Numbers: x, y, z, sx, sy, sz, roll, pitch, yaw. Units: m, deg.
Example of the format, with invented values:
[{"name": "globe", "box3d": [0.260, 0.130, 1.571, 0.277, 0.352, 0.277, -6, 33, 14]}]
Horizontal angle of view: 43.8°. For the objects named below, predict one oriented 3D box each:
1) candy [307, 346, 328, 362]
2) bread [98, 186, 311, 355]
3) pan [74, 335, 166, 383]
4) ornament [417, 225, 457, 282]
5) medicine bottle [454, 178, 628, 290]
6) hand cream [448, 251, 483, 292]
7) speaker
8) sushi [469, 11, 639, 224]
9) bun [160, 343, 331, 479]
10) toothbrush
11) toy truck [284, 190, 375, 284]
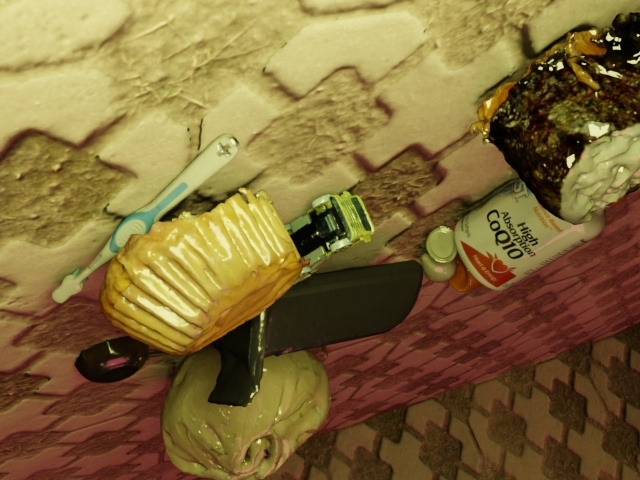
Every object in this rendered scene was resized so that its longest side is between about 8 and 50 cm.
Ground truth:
[{"name": "candy", "box3d": [-0.032, 0.284, 1.935, 0.103, 0.043, 0.103, -19, 159, -7]}, {"name": "bread", "box3d": [-0.152, 0.049, 1.048, 0.274, 0.149, 0.274, -35, 164, -12]}, {"name": "pan", "box3d": [-0.343, 0.219, 1.465, 0.202, 0.048, 0.128, -7, 154, -35]}, {"name": "ornament", "box3d": [0.228, 0.034, 1.546, 0.081, 0.075, 0.156, -4, 160, 2]}, {"name": "medicine bottle", "box3d": [0.388, -0.041, 1.397, 0.157, 0.157, 0.289, 3, 148, -48]}, {"name": "hand cream", "box3d": [0.406, 0.023, 1.692, 0.314, 0.089, 0.140, -21, 162, -24]}, {"name": "speaker", "box3d": [-0.010, 0.149, 1.374, 0.388, 0.184, 0.180, -9, 179, -32]}, {"name": "sushi", "box3d": [0.389, -0.184, 1.005, 0.348, 0.207, 0.234, -23, 148, -12]}, {"name": "bun", "box3d": [-0.145, 0.349, 1.639, 0.362, 0.234, 0.326, -8, 122, -19]}, {"name": "toothbrush", "box3d": [-0.233, -0.017, 1.012, 0.386, 0.040, 0.040, -36, 155, 32]}, {"name": "toy truck", "box3d": [0.000, 0.000, 1.221, 0.191, 0.085, 0.116, -35, 165, 37]}]
